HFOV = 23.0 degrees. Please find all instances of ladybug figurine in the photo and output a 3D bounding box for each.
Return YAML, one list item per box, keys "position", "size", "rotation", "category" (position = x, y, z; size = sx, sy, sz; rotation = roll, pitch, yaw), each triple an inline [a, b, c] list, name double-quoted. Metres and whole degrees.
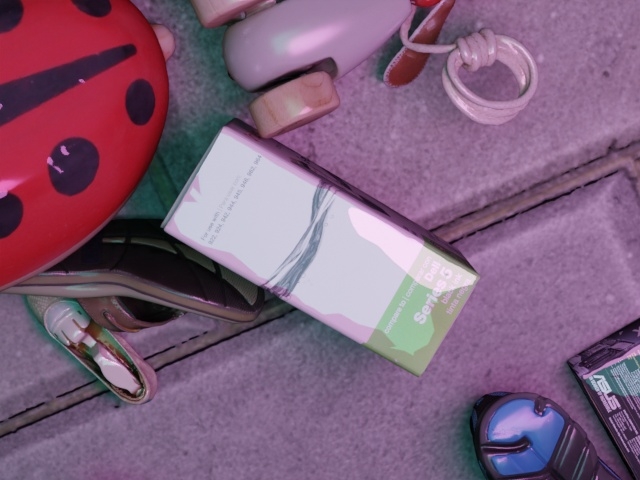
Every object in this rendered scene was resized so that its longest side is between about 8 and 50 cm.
- position: [-0.315, -0.108, 1.419]
  size: [0.449, 0.162, 0.305]
  rotation: [-32, 98, -27]
  category: "ladybug figurine"

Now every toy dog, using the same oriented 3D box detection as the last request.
- position: [0.031, -0.207, 1.501]
  size: [0.333, 0.161, 0.220]
  rotation: [-3, 88, -17]
  category: "toy dog"

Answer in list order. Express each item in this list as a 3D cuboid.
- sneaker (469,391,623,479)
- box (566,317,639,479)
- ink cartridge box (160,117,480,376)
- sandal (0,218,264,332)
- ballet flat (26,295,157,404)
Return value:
- position: [0.271, 0.280, 1.557]
  size: [0.125, 0.139, 0.341]
  rotation: [-36, 96, -5]
  category: "sneaker"
- position: [0.428, 0.197, 1.575]
  size: [0.242, 0.076, 0.307]
  rotation: [-31, 96, 3]
  category: "box"
- position: [0.000, 0.000, 1.488]
  size: [0.273, 0.198, 0.115]
  rotation: [31, 95, -4]
  category: "ink cartridge box"
- position: [-0.204, 0.039, 1.550]
  size: [0.302, 0.120, 0.086]
  rotation: [6, 125, 1]
  category: "sandal"
- position: [-0.227, 0.100, 1.572]
  size: [0.168, 0.052, 0.057]
  rotation: [42, 96, -4]
  category: "ballet flat"
